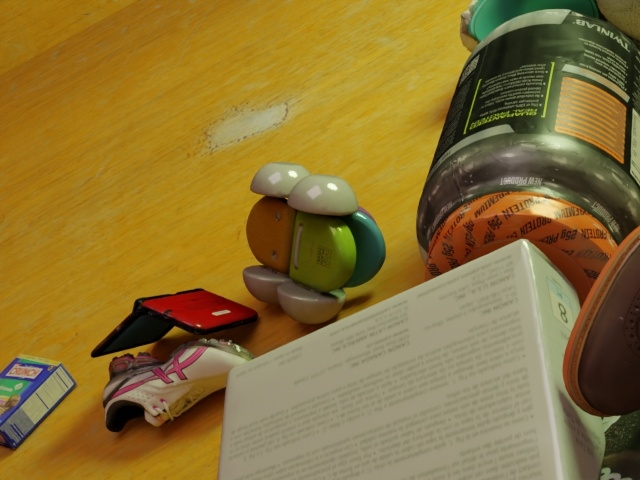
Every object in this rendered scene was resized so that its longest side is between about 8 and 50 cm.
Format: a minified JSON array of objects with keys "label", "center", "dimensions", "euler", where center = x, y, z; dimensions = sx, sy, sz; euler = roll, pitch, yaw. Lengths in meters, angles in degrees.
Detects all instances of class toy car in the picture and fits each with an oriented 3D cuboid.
[{"label":"toy car","center":[0.000,0.000,1.088],"dimensions":[0.136,0.159,0.182],"euler":[-1,14,-34]}]

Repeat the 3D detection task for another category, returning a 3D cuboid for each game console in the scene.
[{"label":"game console","center":[-0.158,0.104,1.081],"dimensions":[0.124,0.085,0.144],"euler":[20,10,20]}]

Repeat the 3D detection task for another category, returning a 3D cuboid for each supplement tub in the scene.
[{"label":"supplement tub","center":[0.208,-0.059,0.923],"dimensions":[0.207,0.207,0.338],"euler":[-10,33,27]}]

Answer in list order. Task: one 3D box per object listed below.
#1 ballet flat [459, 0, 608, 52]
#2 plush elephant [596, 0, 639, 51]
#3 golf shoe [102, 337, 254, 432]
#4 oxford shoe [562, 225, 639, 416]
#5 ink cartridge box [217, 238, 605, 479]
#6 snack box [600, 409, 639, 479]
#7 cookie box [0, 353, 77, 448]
[{"label":"ballet flat","center":[0.355,-0.346,1.367],"dimensions":[0.409,0.147,0.147],"euler":[-32,30,-14]},{"label":"plush elephant","center":[0.405,-0.338,1.158],"dimensions":[0.330,0.272,0.255],"euler":[-20,43,3]},{"label":"golf shoe","center":[-0.148,0.156,1.023],"dimensions":[0.186,0.067,0.086],"euler":[-16,52,28]},{"label":"oxford shoe","center":[0.267,0.017,0.616],"dimensions":[0.271,0.097,0.098],"euler":[-46,17,4]},{"label":"ink cartridge box","center":[0.057,0.220,0.699],"dimensions":[0.308,0.091,0.385],"euler":[-26,44,29]},{"label":"snack box","center":[0.301,0.091,0.633],"dimensions":[0.322,0.060,0.187],"euler":[-37,18,41]},{"label":"cookie box","center":[-0.358,0.188,1.153],"dimensions":[0.092,0.040,0.107],"euler":[2,40,41]}]
